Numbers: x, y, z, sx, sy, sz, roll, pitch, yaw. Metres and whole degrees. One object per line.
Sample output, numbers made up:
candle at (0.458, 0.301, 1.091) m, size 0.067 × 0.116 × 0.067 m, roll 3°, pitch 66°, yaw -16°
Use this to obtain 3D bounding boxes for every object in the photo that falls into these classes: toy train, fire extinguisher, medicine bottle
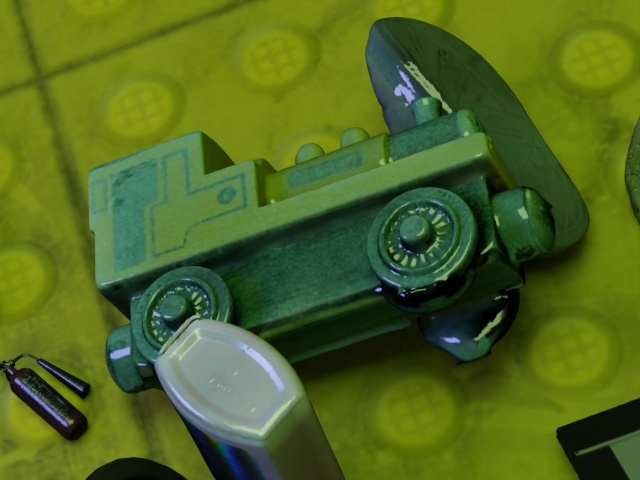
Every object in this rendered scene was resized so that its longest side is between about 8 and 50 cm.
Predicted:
toy train at (0.000, 0.000, 1.513) m, size 0.368 × 0.150 × 0.237 m, roll -18°, pitch 53°, yaw 16°
fire extinguisher at (-0.222, 0.117, 1.585) m, size 0.100 × 0.032 × 0.046 m, roll 38°, pitch 83°, yaw 24°
medicine bottle at (-0.042, 0.147, 1.410) m, size 0.115 × 0.219 × 0.078 m, roll 32°, pitch 70°, yaw 28°

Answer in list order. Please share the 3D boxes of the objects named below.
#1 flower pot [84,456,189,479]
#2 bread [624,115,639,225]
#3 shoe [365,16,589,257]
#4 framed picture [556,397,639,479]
flower pot at (-0.141, 0.302, 1.345) m, size 0.166 × 0.269 × 0.269 m, roll -31°, pitch 53°, yaw 18°
bread at (0.371, -0.063, 1.559) m, size 0.267 × 0.040 × 0.267 m, roll -6°, pitch 56°, yaw 10°
shoe at (0.115, -0.073, 1.596) m, size 0.103 × 0.100 × 0.251 m, roll -16°, pitch 61°, yaw -45°
framed picture at (0.341, 0.195, 1.341) m, size 0.265 × 0.016 × 0.347 m, roll -20°, pitch 37°, yaw -6°
